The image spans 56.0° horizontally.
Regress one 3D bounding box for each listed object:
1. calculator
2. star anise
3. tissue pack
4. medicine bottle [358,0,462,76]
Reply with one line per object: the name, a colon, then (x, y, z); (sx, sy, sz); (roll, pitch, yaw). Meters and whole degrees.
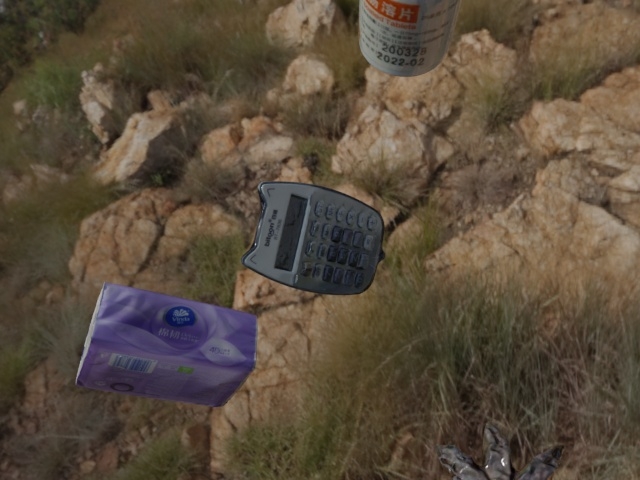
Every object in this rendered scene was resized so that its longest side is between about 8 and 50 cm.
calculator: (0.000, 0.000, 1.014); (0.040, 0.268, 0.177); (9, 84, 64)
star anise: (0.319, 0.463, 1.034); (0.332, 0.117, 0.331); (-5, 56, 8)
tissue pack: (-0.322, 0.231, 1.287); (0.338, 0.242, 0.160); (15, 51, -22)
medicine bottle: (0.123, -0.344, 0.797); (0.145, 0.252, 0.144); (0, 69, -1)
